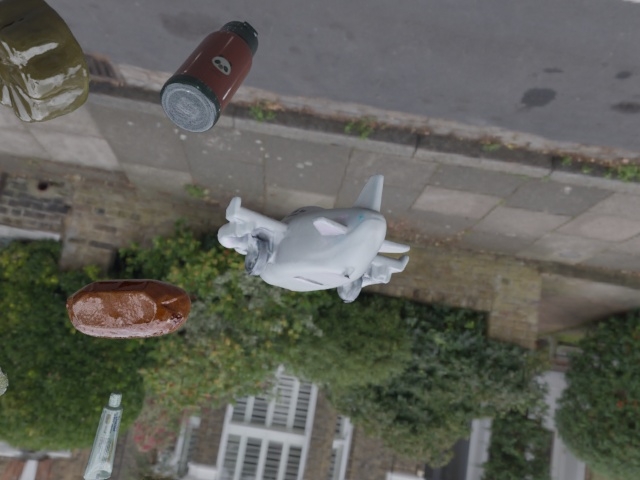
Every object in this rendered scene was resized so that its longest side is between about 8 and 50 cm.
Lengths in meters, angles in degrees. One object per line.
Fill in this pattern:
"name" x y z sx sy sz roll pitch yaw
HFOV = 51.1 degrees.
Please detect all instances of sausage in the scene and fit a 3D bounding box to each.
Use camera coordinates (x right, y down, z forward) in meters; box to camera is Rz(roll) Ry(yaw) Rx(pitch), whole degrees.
"sausage" -0.393 0.140 1.376 0.258 0.133 0.133 -3 166 10

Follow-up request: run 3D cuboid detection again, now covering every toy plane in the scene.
"toy plane" -0.001 0.004 0.827 0.252 0.118 0.252 8 161 3

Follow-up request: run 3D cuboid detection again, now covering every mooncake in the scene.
"mooncake" -0.888 -0.535 2.019 0.378 0.201 0.378 26 136 28

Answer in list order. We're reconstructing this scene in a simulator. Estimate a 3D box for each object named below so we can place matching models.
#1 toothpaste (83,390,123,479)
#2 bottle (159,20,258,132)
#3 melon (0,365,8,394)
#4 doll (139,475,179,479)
"toothpaste" -0.521 0.477 1.629 0.067 0.255 0.037 7 -160 -30
"bottle" -0.247 -0.410 1.612 0.144 0.336 0.144 14 138 13
"melon" -0.783 0.326 1.492 0.093 0.139 0.202 27 140 12
"doll" -0.372 0.697 1.592 0.177 0.260 0.161 -10 170 42
